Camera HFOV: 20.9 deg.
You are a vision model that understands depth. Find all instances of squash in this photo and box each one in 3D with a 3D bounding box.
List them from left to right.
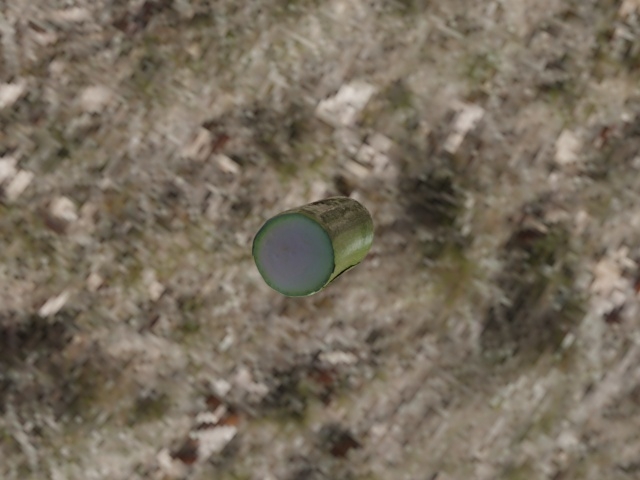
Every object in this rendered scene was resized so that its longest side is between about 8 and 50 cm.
[{"bbox_3d":[0.000,0.000,0.564,0.027,0.027,0.083,-64,172,10],"label":"squash"}]
